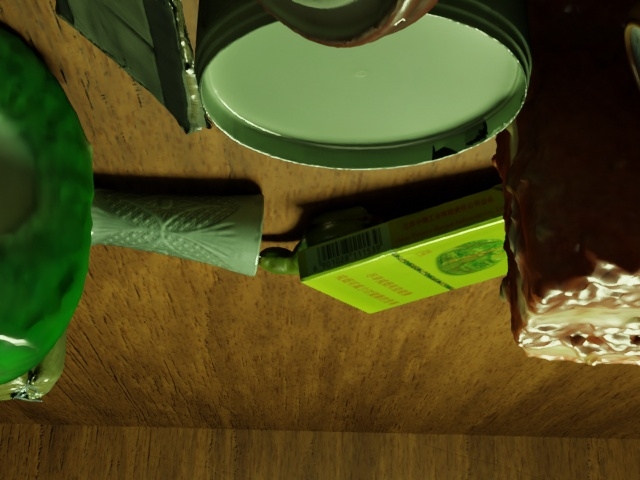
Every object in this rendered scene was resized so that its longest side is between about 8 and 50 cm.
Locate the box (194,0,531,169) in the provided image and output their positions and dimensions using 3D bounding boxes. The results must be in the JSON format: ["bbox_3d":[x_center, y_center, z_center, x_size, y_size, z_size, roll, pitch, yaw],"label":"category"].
[{"bbox_3d":[0.029,-0.162,0.724,0.226,0.149,0.226,1,159,0],"label":"box"}]

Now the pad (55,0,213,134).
[{"bbox_3d":[-0.150,-0.177,0.736,0.174,0.022,0.233,42,165,15],"label":"pad"}]

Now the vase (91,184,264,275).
[{"bbox_3d":[-0.178,-0.019,1.201,0.219,0.096,0.096,7,159,-6],"label":"vase"}]

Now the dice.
[{"bbox_3d":[-0.392,-0.033,0.894,0.300,0.287,0.297,-11,157,27],"label":"dice"}]

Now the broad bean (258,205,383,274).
[{"bbox_3d":[0.000,0.000,1.289,0.070,0.048,0.213,19,149,-36],"label":"broad bean"}]

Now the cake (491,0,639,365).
[{"bbox_3d":[0.278,-0.042,0.855,0.270,0.269,0.319,-2,158,8],"label":"cake"}]

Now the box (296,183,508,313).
[{"bbox_3d":[0.161,0.008,1.237,0.335,0.047,0.187,-18,156,24],"label":"box"}]

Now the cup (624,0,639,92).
[{"bbox_3d":[0.317,-0.158,0.614,0.264,0.182,0.226,-27,110,6],"label":"cup"}]

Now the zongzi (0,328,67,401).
[{"bbox_3d":[-0.419,0.053,1.185,0.274,0.251,0.125,15,140,-29],"label":"zongzi"}]

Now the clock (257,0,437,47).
[{"bbox_3d":[-0.040,-0.220,0.380,0.080,0.318,0.318,-27,166,-17],"label":"clock"}]
